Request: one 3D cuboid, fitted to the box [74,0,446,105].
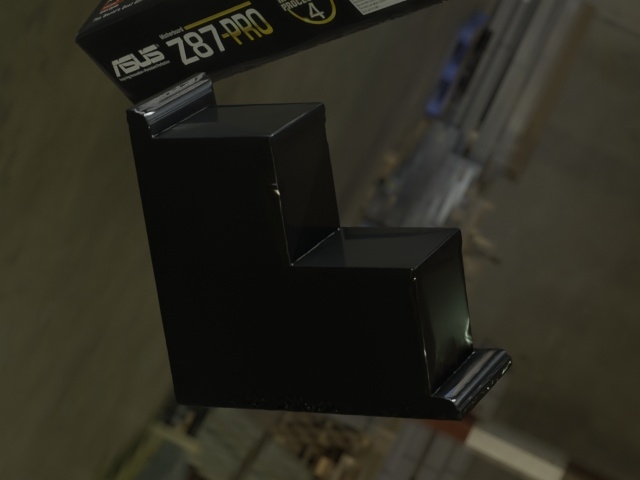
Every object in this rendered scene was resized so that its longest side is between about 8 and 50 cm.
[{"bbox_3d":[0.019,-0.273,1.442,0.395,0.097,0.318,-13,-143,50],"label":"box"}]

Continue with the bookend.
[{"bbox_3d":[0.000,0.000,0.918,0.072,0.156,0.157,-38,123,-57],"label":"bookend"}]
